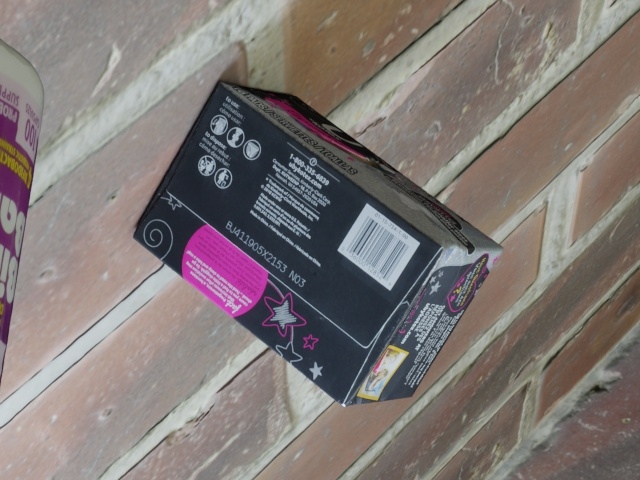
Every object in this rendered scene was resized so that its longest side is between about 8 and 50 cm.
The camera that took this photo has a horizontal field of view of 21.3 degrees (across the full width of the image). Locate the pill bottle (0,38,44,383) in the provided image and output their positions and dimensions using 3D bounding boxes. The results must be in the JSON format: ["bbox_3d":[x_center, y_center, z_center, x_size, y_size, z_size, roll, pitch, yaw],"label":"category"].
[{"bbox_3d":[-0.256,0.034,0.948,0.169,0.169,0.302,50,43,-66],"label":"pill bottle"}]

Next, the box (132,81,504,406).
[{"bbox_3d":[0.000,0.000,1.427,0.163,0.247,0.142,-59,157,14],"label":"box"}]
